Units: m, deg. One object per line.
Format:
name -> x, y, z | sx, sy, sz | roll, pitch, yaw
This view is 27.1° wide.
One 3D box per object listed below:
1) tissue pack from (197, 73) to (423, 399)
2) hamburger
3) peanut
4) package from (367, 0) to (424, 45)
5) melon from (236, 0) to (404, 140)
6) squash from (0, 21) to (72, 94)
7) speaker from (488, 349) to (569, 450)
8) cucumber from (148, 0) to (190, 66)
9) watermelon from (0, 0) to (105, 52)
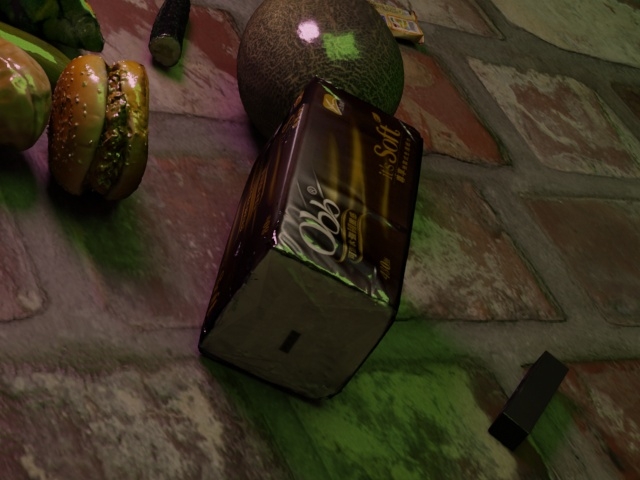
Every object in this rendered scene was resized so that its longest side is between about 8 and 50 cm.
tissue pack -> 0.000, 0.000, 1.644 | 0.198, 0.210, 0.370 | 29, 37, -14
hamburger -> -0.276, -0.135, 1.646 | 0.118, 0.181, 0.191 | 0, 51, -18
peanut -> -0.444, -0.230, 1.639 | 0.305, 0.147, 0.147 | 52, 36, 10
package -> 0.134, -0.410, 2.494 | 0.121, 0.031, 0.108 | 9, 39, -24
melon -> -0.003, -0.259, 1.982 | 0.249, 0.248, 0.329 | 21, 27, -18
squash -> -0.413, -0.252, 1.781 | 0.252, 0.066, 0.066 | 23, 34, -18
speaker -> 0.282, 0.213, 1.782 | 0.046, 0.040, 0.191 | 39, 32, 7
cucumber -> -0.231, -0.338, 2.059 | 0.052, 0.058, 0.214 | 18, 32, -11
watermelon -> -0.387, -0.353, 1.885 | 0.129, 0.123, 0.301 | 39, 9, -34
